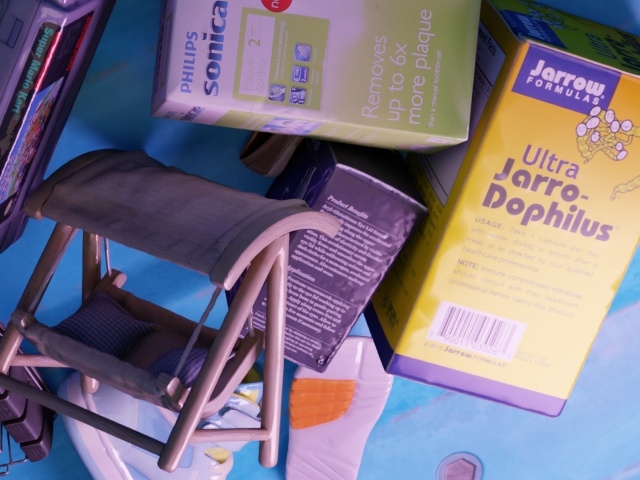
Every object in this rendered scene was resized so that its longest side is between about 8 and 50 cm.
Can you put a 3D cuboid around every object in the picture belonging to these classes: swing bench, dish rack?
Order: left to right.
[{"bbox_3d":[-0.417,0.183,1.761,0.271,0.074,0.208,-14,145,5],"label":"dish rack"},{"bbox_3d":[-0.152,0.056,1.633,0.165,0.253,0.255,7,98,-55],"label":"swing bench"}]

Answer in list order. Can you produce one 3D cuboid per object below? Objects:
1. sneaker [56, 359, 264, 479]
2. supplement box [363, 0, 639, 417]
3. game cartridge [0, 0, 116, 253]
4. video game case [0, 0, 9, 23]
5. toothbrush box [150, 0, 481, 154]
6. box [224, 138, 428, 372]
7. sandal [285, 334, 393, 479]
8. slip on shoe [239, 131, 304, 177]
[{"bbox_3d":[-0.116,0.238,1.843,0.208,0.127,0.319,-27,116,5],"label":"sneaker"},{"bbox_3d":[0.195,-0.039,1.727,0.195,0.194,0.357,16,111,-15],"label":"supplement box"},{"bbox_3d":[-0.264,-0.128,1.597,0.068,0.230,0.355,25,109,-3],"label":"game cartridge"},{"bbox_3d":[-0.367,-0.184,1.674,0.119,0.015,0.166,32,106,-20],"label":"video game case"},{"bbox_3d":[-0.002,-0.203,1.624,0.283,0.122,0.206,8,85,-11],"label":"toothbrush box"},{"bbox_3d":[0.000,0.000,1.739,0.108,0.153,0.207,26,106,-18],"label":"box"},{"bbox_3d":[0.010,0.176,1.870,0.102,0.076,0.265,11,133,-5],"label":"sandal"},{"bbox_3d":[-0.034,-0.124,1.734,0.041,0.051,0.135,20,118,-31],"label":"slip on shoe"}]
